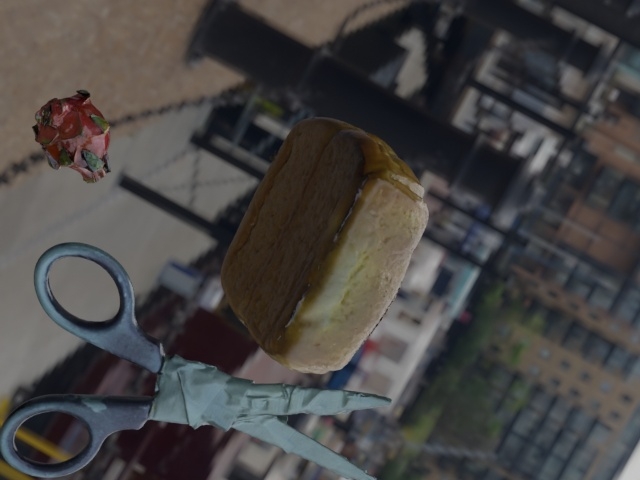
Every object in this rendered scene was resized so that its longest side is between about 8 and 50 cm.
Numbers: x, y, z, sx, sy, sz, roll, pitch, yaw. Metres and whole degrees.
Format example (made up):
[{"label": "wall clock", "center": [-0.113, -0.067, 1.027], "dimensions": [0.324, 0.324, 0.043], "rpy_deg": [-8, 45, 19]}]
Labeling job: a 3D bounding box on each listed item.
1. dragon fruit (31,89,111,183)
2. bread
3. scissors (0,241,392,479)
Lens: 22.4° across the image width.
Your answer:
[{"label": "dragon fruit", "center": [-0.275, -0.113, 1.827], "dimensions": [0.086, 0.116, 0.081], "rpy_deg": [-6, -144, 45]}, {"label": "bread", "center": [0.007, 0.003, 2.283], "dimensions": [0.337, 0.148, 0.328], "rpy_deg": [-63, -154, 6]}, {"label": "scissors", "center": [-0.118, 0.160, 1.603], "dimensions": [0.029, 0.383, 0.256], "rpy_deg": [-91, -162, -71]}]
